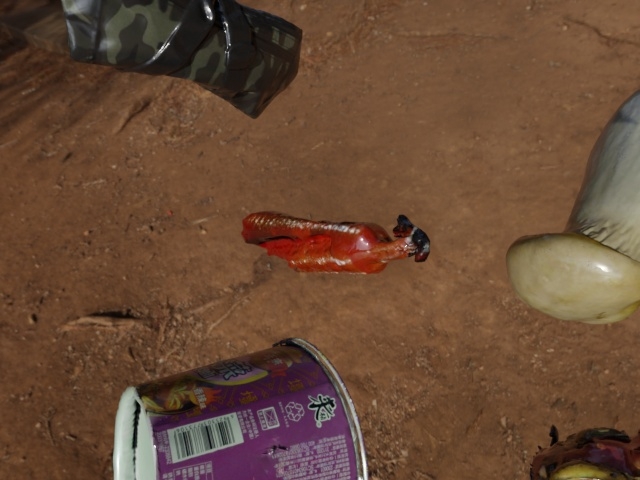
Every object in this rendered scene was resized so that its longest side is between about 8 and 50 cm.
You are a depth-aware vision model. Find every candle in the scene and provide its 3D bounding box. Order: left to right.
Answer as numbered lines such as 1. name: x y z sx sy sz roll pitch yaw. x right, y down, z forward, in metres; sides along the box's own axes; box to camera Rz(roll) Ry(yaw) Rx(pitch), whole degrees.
1. candle: 0.000 0.000 0.456 0.059 0.084 0.301 -58 26 -17

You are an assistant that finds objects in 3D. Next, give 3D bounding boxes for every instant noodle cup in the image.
1. instant noodle cup: -0.137 0.323 0.650 0.265 0.340 0.340 1 29 -34

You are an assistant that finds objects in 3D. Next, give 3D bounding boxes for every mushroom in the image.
1. mushroom: 0.295 -0.043 0.414 0.328 0.159 0.122 -43 48 -22

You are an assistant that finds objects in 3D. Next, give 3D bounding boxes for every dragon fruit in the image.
1. dragon fruit: 0.499 0.408 0.669 0.263 0.296 0.314 -34 56 26

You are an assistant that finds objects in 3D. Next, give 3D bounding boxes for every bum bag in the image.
1. bum bag: -0.145 -0.241 0.538 0.095 0.144 0.340 37 20 30
